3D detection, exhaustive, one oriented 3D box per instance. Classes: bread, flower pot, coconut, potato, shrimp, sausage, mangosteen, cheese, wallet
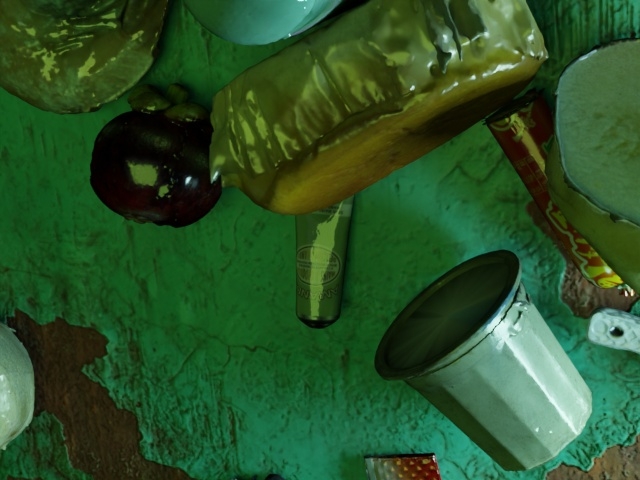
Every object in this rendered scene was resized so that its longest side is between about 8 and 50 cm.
[{"bbox_3d":[0.065,-0.164,1.362,0.389,0.236,0.183,-26,93,30],"label":"bread"},{"bbox_3d":[0.203,0.148,1.454,0.212,0.212,0.202,-33,110,26],"label":"flower pot"},{"bbox_3d":[-0.485,0.213,1.710,0.194,0.194,0.194,6,110,17],"label":"coconut"},{"bbox_3d":[0.366,-0.052,1.312,0.299,0.246,0.196,45,159,28],"label":"potato"},{"bbox_3d":[-0.250,-0.301,1.494,0.446,0.110,0.221,-28,103,29],"label":"shrimp"},{"bbox_3d":[0.286,-0.046,1.408,0.083,0.083,0.264,-30,97,26],"label":"sausage"},{"bbox_3d":[-0.194,-0.107,1.516,0.166,0.166,0.180,10,87,16],"label":"mangosteen"},{"bbox_3d":[0.426,0.122,1.428,0.235,0.050,0.127,16,114,12],"label":"cheese"},{"bbox_3d":[0.125,0.371,1.637,0.103,0.020,0.196,-8,106,22],"label":"wallet"}]

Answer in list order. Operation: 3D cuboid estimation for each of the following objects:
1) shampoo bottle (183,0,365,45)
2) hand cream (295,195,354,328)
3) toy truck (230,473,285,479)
[{"bbox_3d":[-0.029,-0.293,1.276,0.222,0.349,0.151,-32,95,25],"label":"shampoo bottle"},{"bbox_3d":[0.000,0.000,1.538,0.086,0.055,0.235,7,103,14],"label":"hand cream"},{"bbox_3d":[-0.043,0.385,1.671,0.202,0.074,0.088,23,119,11],"label":"toy truck"}]
